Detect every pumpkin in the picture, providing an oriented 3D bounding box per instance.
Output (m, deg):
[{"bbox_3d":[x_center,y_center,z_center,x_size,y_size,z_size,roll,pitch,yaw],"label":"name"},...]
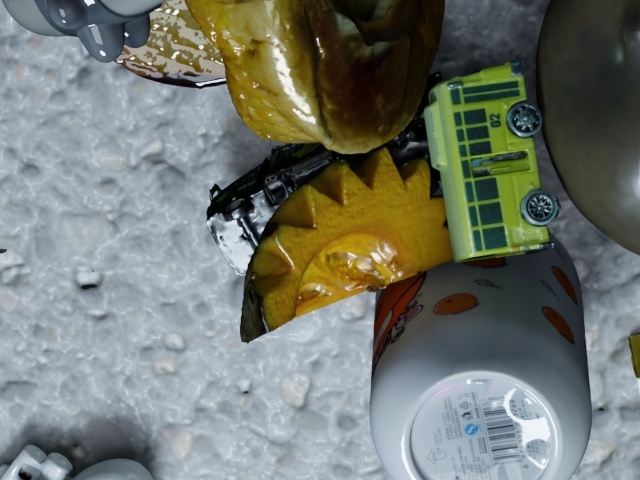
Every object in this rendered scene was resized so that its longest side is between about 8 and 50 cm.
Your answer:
[{"bbox_3d":[0.000,0.000,1.808,0.254,0.149,0.130,-22,93,-32],"label":"pumpkin"}]

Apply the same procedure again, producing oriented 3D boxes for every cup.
[{"bbox_3d":[0.154,0.121,1.858,0.212,0.317,0.212,1,112,3],"label":"cup"}]

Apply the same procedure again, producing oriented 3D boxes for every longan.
[{"bbox_3d":[0.326,-0.150,1.768,0.288,0.288,0.350,-4,103,6],"label":"longan"}]

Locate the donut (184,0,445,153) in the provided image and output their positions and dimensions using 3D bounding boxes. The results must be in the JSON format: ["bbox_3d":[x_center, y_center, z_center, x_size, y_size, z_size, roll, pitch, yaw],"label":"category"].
[{"bbox_3d":[-0.008,-0.245,1.746,0.160,0.330,0.330,3,114,27],"label":"donut"}]

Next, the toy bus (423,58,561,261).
[{"bbox_3d":[0.153,-0.071,1.771,0.101,0.088,0.175,-9,86,-6],"label":"toy bus"}]

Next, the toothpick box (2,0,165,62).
[{"bbox_3d":[-0.226,-0.317,1.739,0.229,0.229,0.316,-19,102,11],"label":"toothpick box"}]

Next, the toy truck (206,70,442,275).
[{"bbox_3d":[0.017,-0.061,1.901,0.259,0.121,0.088,-25,109,13],"label":"toy truck"}]

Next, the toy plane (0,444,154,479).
[{"bbox_3d":[-0.261,0.332,2.083,0.252,0.118,0.252,3,101,18],"label":"toy plane"}]

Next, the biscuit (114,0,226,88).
[{"bbox_3d":[-0.142,-0.236,1.892,0.228,0.031,0.176,40,109,-9],"label":"biscuit"}]

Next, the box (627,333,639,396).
[{"bbox_3d":[0.457,0.162,1.970,0.265,0.097,0.168,-10,110,8],"label":"box"}]
